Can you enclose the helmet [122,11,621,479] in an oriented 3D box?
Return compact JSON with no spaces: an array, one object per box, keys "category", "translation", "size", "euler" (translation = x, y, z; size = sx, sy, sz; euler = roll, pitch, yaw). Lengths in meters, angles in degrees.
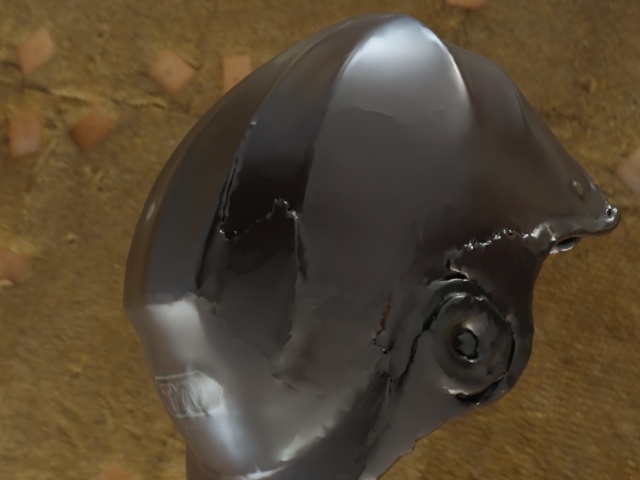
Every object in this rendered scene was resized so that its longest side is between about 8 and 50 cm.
[{"category":"helmet","translation":[0.000,0.000,0.703],"size":[0.225,0.177,0.305],"euler":[-15,-155,52]}]
